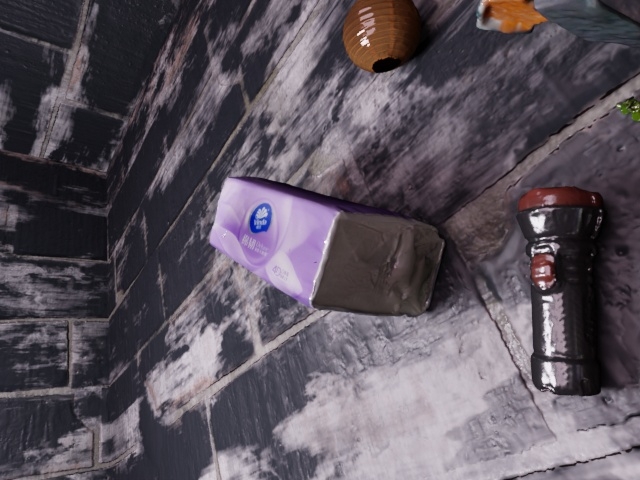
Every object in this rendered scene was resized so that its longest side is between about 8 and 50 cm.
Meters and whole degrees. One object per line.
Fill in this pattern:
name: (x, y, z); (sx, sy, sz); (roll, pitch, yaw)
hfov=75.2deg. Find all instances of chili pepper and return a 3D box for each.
chili pepper: (0.366, -0.135, 0.453); (0.083, 0.022, 0.027); (51, 120, 38)

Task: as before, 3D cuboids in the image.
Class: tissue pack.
tissue pack: (0.000, 0.000, 0.696); (0.338, 0.242, 0.160); (21, 99, 50)

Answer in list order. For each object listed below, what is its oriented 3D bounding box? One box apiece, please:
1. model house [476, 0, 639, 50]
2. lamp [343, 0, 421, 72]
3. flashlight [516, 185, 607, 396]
model house: (0.295, -0.357, 0.496); (0.301, 0.191, 0.271); (-148, 68, -65)
lamp: (0.107, -0.363, 0.723); (0.136, 0.137, 0.136); (-13, 73, 49)
flashlight: (0.274, 0.058, 0.476); (0.093, 0.093, 0.231); (-5, 80, 50)
